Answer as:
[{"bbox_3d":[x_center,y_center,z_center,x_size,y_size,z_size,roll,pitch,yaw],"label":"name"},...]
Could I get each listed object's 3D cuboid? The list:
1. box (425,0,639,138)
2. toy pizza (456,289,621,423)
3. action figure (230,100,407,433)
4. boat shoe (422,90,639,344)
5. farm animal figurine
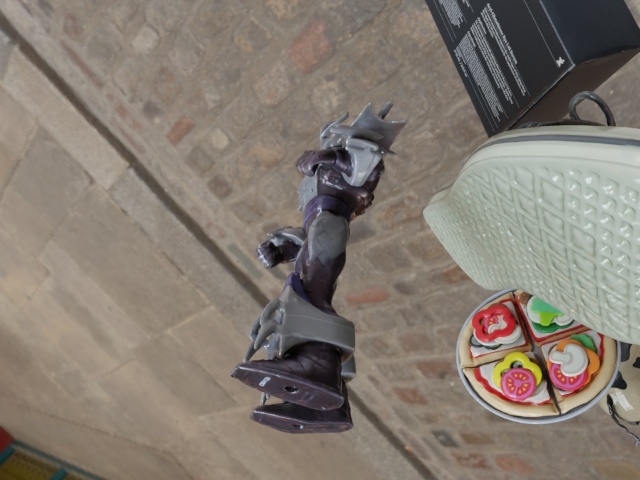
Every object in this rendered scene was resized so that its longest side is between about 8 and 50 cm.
[{"bbox_3d":[0.222,-0.273,0.740,0.184,0.103,0.261,120,130,-72],"label":"box"},{"bbox_3d":[0.270,0.133,0.819,0.201,0.201,0.032,10,148,35],"label":"toy pizza"},{"bbox_3d":[0.000,0.000,0.521,0.099,0.285,0.185,12,145,-6],"label":"action figure"},{"bbox_3d":[0.223,-0.033,0.575,0.187,0.156,0.500,54,179,-2],"label":"boat shoe"},{"bbox_3d":[0.487,0.149,1.031,0.172,0.326,0.330,36,138,-24],"label":"farm animal figurine"}]
